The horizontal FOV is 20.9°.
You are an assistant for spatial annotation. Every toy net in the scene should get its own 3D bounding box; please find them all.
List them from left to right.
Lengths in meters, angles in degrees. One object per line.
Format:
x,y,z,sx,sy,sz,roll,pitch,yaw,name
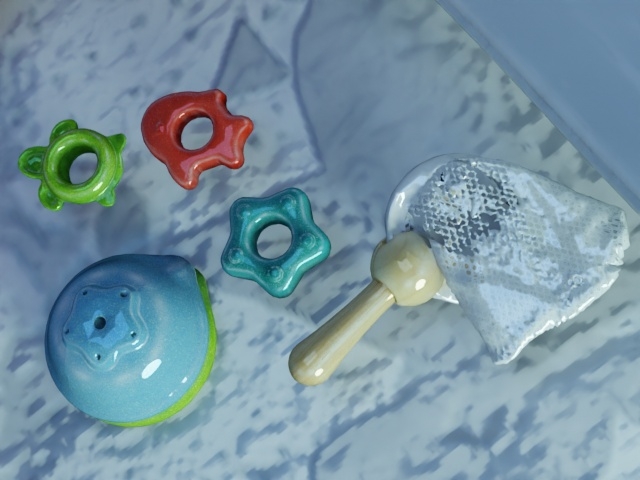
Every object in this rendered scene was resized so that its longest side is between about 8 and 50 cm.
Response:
0.000,0.000,0.662,0.232,0.045,0.122,-7,74,12,toy net

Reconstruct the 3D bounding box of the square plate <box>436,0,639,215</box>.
0.156,-0.206,0.571,0.347,0.049,0.344,-51,41,13,square plate
